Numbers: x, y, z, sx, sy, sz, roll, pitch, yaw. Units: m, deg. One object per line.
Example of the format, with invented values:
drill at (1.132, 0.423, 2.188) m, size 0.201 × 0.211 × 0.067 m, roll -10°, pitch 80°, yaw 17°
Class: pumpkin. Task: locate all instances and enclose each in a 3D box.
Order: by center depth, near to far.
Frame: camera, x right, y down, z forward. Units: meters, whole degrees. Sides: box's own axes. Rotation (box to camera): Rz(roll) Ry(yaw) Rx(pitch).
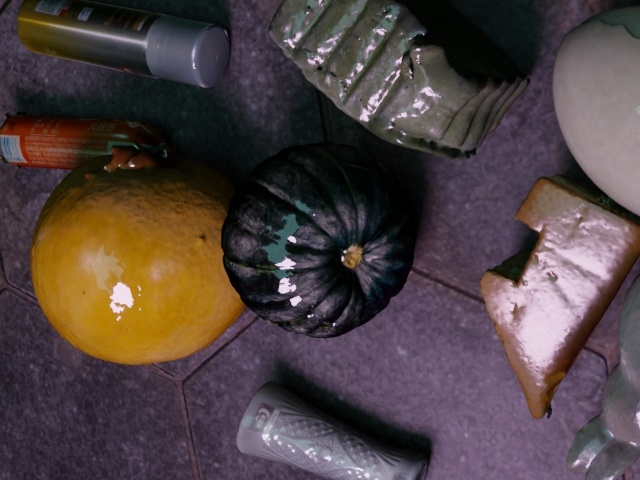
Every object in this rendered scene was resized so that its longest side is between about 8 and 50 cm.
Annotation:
pumpkin at (0.000, 0.000, 1.034) m, size 0.162 × 0.220 × 0.220 m, roll 28°, pitch 115°, yaw 58°

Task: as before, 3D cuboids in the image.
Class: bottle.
bottle at (-0.250, -0.255, 1.197) m, size 0.286 × 0.082 × 0.082 m, roll 15°, pitch 105°, yaw 25°

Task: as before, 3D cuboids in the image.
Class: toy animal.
toy animal at (0.333, 0.138, 0.946) m, size 0.125 × 0.127 × 0.251 m, roll 18°, pitch 115°, yaw -16°

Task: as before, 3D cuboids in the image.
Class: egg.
egg at (0.311, -0.121, 0.864) m, size 0.217 × 0.183 × 0.183 m, roll 42°, pitch 116°, yaw -2°

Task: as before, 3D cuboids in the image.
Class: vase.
vase at (0.017, 0.252, 1.141) m, size 0.219 × 0.096 × 0.096 m, roll 19°, pitch 107°, yaw 21°

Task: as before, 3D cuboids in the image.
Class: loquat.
loquat at (-0.211, 0.011, 1.118) m, size 0.275 × 0.275 × 0.275 m, roll 5°, pitch 101°, yaw 27°

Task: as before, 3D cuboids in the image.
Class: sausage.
sausage at (-0.303, -0.125, 1.254) m, size 0.264 × 0.083 × 0.083 m, roll 6°, pitch 101°, yaw 25°

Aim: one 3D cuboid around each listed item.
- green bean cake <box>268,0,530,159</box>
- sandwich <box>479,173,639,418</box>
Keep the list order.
green bean cake at (0.085, -0.185, 0.954) m, size 0.227 × 0.222 × 0.125 m, roll 41°, pitch 114°, yaw 20°
sandwich at (0.237, 0.054, 0.971) m, size 0.128 × 0.122 × 0.236 m, roll 32°, pitch 112°, yaw 17°
